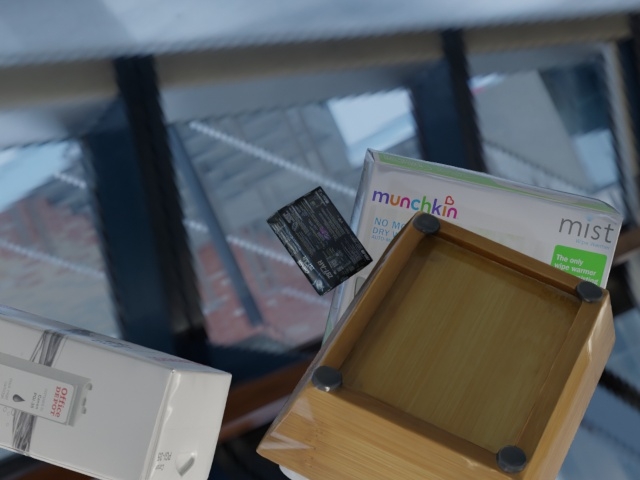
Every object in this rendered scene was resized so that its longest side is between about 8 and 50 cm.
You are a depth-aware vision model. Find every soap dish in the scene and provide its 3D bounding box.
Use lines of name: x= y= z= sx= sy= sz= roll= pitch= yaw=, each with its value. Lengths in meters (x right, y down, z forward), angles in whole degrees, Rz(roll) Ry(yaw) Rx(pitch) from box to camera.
soap dish: x=0.112 y=0.114 z=1.304 sx=0.291 sy=0.228 sz=0.118 roll=-55 pitch=165 yaw=-43

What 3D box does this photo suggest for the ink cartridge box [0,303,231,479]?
ink cartridge box: x=-0.247 y=0.140 z=1.445 sx=0.283 sy=0.117 sz=0.207 roll=15 pitch=177 yaw=13

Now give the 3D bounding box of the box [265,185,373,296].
box: x=0.000 y=0.000 z=1.343 sx=0.018 sy=0.083 sz=0.067 roll=-38 pitch=176 yaw=43

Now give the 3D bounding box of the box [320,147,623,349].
box: x=0.151 y=0.046 z=1.590 sx=0.261 sy=0.231 sz=0.127 roll=13 pitch=-170 yaw=-4
